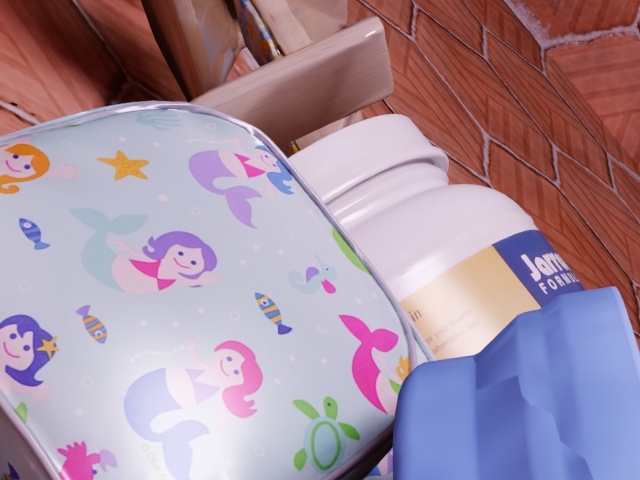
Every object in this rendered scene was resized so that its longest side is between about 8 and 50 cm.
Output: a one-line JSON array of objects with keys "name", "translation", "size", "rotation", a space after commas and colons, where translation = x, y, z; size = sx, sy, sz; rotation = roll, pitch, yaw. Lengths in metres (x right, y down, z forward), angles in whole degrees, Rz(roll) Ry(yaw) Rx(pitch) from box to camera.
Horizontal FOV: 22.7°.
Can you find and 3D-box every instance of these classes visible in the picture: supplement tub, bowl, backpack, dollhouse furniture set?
[{"name": "supplement tub", "translation": [0.065, 0.114, 0.825], "size": [0.316, 0.228, 0.228], "rotation": [53, 21, 12]}, {"name": "bowl", "translation": [0.097, 0.211, 0.493], "size": [0.391, 0.077, 0.391], "rotation": [-12, 90, -82]}, {"name": "backpack", "translation": [-0.071, 0.063, 0.610], "size": [0.253, 0.191, 0.225], "rotation": [-17, 63, -47]}, {"name": "dollhouse furniture set", "translation": [-0.150, -0.198, 1.002], "size": [0.394, 0.256, 0.362], "rotation": [77, -13, -60]}]
